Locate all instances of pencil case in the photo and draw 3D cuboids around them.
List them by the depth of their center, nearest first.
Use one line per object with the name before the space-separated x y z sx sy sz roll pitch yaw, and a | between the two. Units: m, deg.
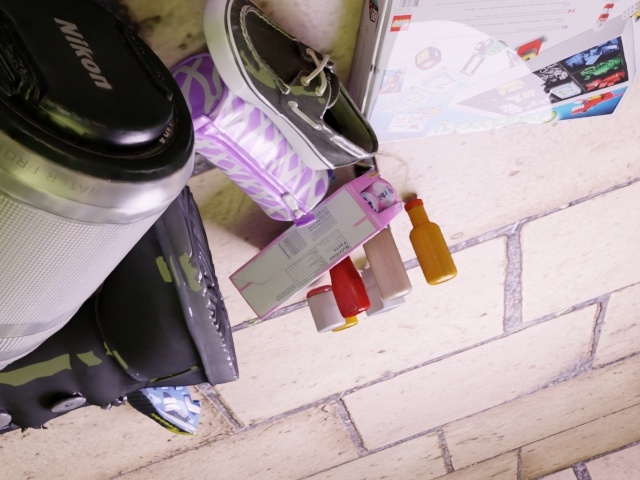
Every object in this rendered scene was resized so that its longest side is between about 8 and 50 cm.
pencil case | -0.069 -0.088 0.753 0.086 0.088 0.206 -22 146 22

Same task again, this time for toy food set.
toy food set | 0.054 0.040 1.014 0.111 0.104 0.232 -10 165 -37

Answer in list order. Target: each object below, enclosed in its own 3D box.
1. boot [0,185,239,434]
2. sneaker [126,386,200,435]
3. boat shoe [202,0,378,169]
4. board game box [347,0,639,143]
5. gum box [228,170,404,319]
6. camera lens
boot | -0.330 0.105 0.862 0.445 0.146 0.367 -11 143 -5
sneaker | -0.227 0.229 1.151 0.053 0.059 0.144 -5 141 38
boat shoe | -0.017 -0.139 0.693 0.070 0.077 0.219 -4 152 31
board game box | 0.183 -0.190 0.766 0.305 0.053 0.193 -8 144 -16
gum box | 0.000 0.000 0.887 0.188 0.062 0.107 -37 180 24
camera lens | -0.245 -0.046 0.604 0.219 0.219 0.274 17 131 -41
